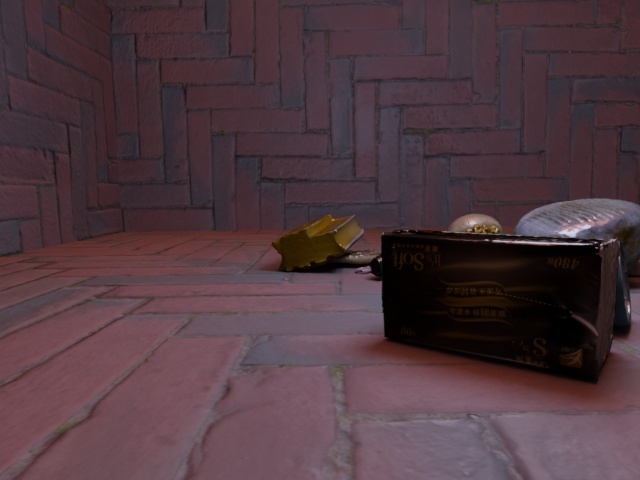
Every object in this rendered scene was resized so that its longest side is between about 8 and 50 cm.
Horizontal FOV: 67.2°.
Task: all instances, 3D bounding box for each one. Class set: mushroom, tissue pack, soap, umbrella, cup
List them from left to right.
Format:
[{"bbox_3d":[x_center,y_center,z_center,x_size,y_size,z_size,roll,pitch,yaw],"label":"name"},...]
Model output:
[{"bbox_3d":[0.000,0.000,1.721,0.259,0.143,0.281,-14,7,20],"label":"soap"},{"bbox_3d":[0.299,0.066,1.547,0.325,0.094,0.090,-6,35,-31],"label":"umbrella"},{"bbox_3d":[0.532,0.016,1.651,0.203,0.205,0.204,-1,6,0],"label":"mushroom"},{"bbox_3d":[0.298,0.084,0.846,0.369,0.210,0.198,3,11,38],"label":"tissue pack"},{"bbox_3d":[0.523,0.093,0.981,0.173,0.168,0.299,-8,-26,35],"label":"cup"}]

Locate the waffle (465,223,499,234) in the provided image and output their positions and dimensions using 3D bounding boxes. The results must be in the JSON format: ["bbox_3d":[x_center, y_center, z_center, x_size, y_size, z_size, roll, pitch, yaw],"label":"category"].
[{"bbox_3d":[0.483,0.034,1.514,0.051,0.194,0.149,41,-12,-29],"label":"waffle"}]

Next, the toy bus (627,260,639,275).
[{"bbox_3d":[0.905,0.080,1.507,0.171,0.058,0.072,0,10,25],"label":"toy bus"}]

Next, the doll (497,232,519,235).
[{"bbox_3d":[0.453,0.079,1.287,0.258,0.153,0.195,-19,29,-14],"label":"doll"}]

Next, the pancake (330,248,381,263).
[{"bbox_3d":[0.128,0.059,1.822,0.281,0.049,0.282,-2,2,0],"label":"pancake"}]

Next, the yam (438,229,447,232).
[{"bbox_3d":[0.449,0.010,1.875,0.093,0.093,0.259,-2,-3,-8],"label":"yam"}]

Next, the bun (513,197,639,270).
[{"bbox_3d":[0.761,0.001,1.417,0.361,0.212,0.362,-17,11,3],"label":"bun"}]

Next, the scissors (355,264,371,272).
[{"bbox_3d":[0.166,0.095,1.673,0.100,0.015,0.189,1,4,1],"label":"scissors"}]
